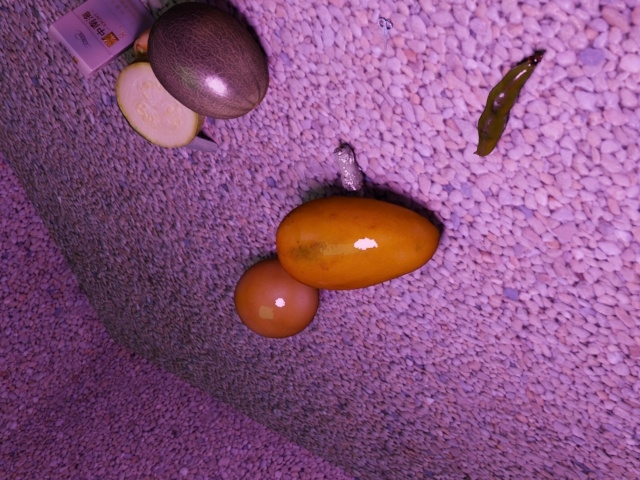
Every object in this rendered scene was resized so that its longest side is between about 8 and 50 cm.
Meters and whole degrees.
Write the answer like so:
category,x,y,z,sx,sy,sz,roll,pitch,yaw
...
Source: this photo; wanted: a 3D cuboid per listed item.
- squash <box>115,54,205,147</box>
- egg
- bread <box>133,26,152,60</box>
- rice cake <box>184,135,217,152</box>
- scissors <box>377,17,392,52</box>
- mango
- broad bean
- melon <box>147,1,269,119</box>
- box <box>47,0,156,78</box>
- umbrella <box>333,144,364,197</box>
category,x,y,z,sx,sy,sz,roll,pitch,yaw
squash,-0.418,-0.355,2.077,0.252,0.049,0.252,15,133,17
egg,-0.141,0.180,2.487,0.250,0.250,0.322,52,157,-14
bread,-0.405,-0.444,2.143,0.172,0.121,0.311,27,148,8
rice cake,-0.405,-0.298,2.285,0.127,0.043,0.237,17,179,34
scissors,0.133,-0.422,1.652,0.036,0.006,0.083,30,147,25
mango,0.085,0.007,2.004,0.445,0.232,0.300,-2,160,38
broad bean,0.351,-0.264,1.556,0.060,0.043,0.297,28,146,7
melon,-0.263,-0.420,1.892,0.301,0.237,0.237,40,150,-5
box,-0.564,-0.551,2.079,0.155,0.243,0.067,48,152,-9
umbrella,0.075,-0.169,1.983,0.067,0.062,0.144,-117,6,-69
